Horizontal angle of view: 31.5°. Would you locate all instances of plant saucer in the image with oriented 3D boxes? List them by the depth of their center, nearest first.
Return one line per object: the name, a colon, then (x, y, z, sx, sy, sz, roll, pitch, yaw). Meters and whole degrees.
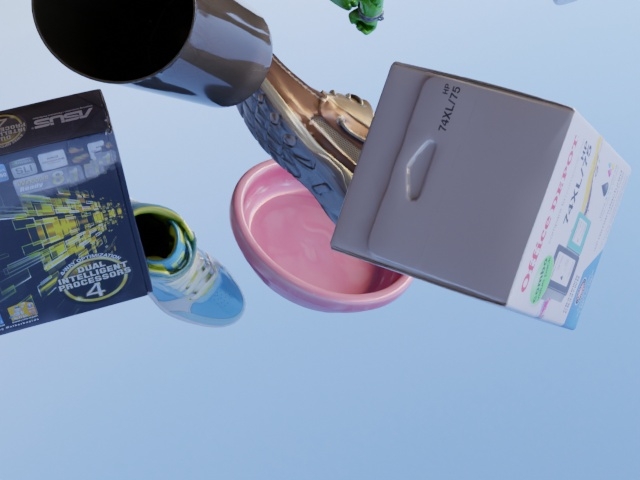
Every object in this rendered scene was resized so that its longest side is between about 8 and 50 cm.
plant saucer: (0.000, 0.000, 1.892, 0.084, 0.332, 0.332, -63, -178, 40)

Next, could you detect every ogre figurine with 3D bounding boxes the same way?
ogre figurine: (0.028, -0.352, 1.402, 0.097, 0.197, 0.118, -17, -174, -22)

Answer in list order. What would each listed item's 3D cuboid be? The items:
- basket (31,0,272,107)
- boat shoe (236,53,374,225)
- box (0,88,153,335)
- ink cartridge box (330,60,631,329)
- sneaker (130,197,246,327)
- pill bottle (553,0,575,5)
basket: (-0.160, -0.225, 1.214, 0.204, 0.227, 0.154, 25, -84, 24)
boat shoe: (0.009, -0.130, 1.416, 0.116, 0.324, 0.123, -47, -160, -18)
box: (-0.431, -0.008, 1.429, 0.395, 0.318, 0.097, -14, -132, -10)
ink cartridge box: (0.174, -0.038, 1.174, 0.197, 0.270, 0.198, 20, -89, 27)
sneaker: (-0.219, 0.049, 1.792, 0.127, 0.319, 0.208, -59, -154, -11)
pill bottle: (0.318, -0.557, 1.628, 0.229, 0.408, 0.229, -27, 175, -2)
